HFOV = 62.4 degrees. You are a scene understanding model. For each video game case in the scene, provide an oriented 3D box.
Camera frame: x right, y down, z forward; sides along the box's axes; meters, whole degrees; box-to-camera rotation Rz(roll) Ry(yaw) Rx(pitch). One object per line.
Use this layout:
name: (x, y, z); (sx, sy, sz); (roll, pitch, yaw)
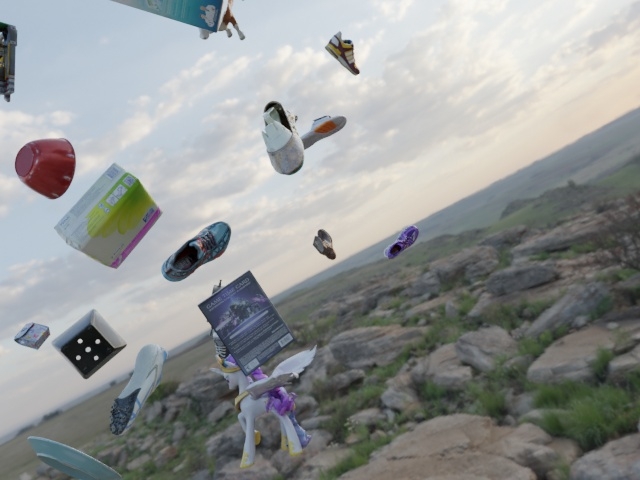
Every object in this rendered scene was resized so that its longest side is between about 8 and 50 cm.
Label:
video game case: (-0.229, 0.260, 1.665); (0.196, 0.274, 0.026); (-35, 10, -16)

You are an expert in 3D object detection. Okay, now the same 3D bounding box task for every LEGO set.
LEGO set: (-0.885, -0.423, 1.253); (0.255, 0.192, 0.331); (0, -1, 36)

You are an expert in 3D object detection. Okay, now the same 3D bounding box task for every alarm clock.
alarm clock: (-0.350, 0.237, 1.793); (0.064, 0.192, 0.129); (14, -18, -8)

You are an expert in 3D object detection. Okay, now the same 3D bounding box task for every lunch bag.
lunch bag: (-0.921, 0.300, 1.684); (0.071, 0.083, 0.053); (-69, -9, -52)

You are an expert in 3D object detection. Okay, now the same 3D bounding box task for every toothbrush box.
toothbrush box: (-0.386, -0.663, 1.354); (0.216, 0.295, 0.126); (-92, 18, -53)

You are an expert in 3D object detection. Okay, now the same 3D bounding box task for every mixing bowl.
mixing bowl: (-0.784, -0.211, 1.482); (0.181, 0.181, 0.098); (-29, -19, 24)

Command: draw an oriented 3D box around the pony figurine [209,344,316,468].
pony figurine: (-0.166, 0.507, 1.699); (0.351, 0.363, 0.303); (-20, -5, 18)

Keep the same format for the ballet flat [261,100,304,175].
ballet flat: (-0.119, -0.294, 1.467); (0.107, 0.106, 0.316); (-32, 37, 12)

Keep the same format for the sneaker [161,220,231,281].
sneaker: (-0.368, 0.031, 1.636); (0.262, 0.104, 0.125); (-45, 6, -25)

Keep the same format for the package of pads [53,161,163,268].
package of pads: (-0.551, -0.053, 1.403); (0.229, 0.101, 0.296); (-53, -5, -14)

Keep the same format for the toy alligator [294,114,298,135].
toy alligator: (-0.105, -0.337, 1.698); (0.056, 0.051, 0.190); (-52, -16, -34)

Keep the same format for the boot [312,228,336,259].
boot: (0.000, 0.000, 1.472); (0.037, 0.106, 0.114); (-34, -24, 13)

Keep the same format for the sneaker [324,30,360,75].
sneaker: (0.098, -0.653, 1.856); (0.084, 0.069, 0.185); (-49, -38, 14)

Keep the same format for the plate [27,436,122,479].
plate: (-0.461, 0.416, 0.982); (0.188, 0.188, 0.024); (-31, 29, 47)

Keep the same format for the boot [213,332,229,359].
boot: (-0.379, 0.416, 2.057); (0.069, 0.086, 0.190); (9, -19, 12)

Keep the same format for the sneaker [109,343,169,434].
sneaker: (-0.458, 0.383, 1.352); (0.085, 0.237, 0.086); (10, -20, 37)

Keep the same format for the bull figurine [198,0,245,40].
bull figurine: (-0.335, -0.787, 1.780); (0.101, 0.310, 0.188); (-6, -21, 23)

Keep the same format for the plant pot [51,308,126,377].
plant pot: (-0.817, 0.374, 1.862); (0.188, 0.187, 0.167); (-42, 11, -18)

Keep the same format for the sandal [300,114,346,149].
sandal: (-0.018, -0.478, 2.259); (0.265, 0.076, 0.102); (-28, -26, 9)

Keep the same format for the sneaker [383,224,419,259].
sneaker: (0.320, 0.011, 2.037); (0.170, 0.068, 0.071); (-46, 2, -7)
